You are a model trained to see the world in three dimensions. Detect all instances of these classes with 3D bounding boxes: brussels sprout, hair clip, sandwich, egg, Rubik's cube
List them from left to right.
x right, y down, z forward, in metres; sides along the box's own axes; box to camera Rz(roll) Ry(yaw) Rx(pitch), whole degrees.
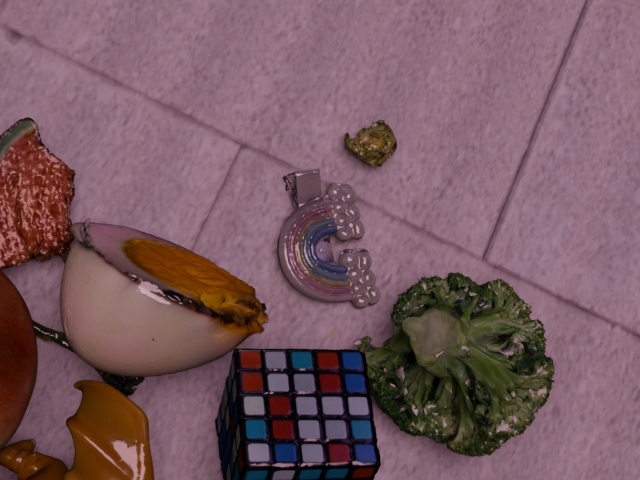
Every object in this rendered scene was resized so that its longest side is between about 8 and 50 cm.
[{"bbox_3d":[-0.425,-0.054,1.908,0.159,0.079,0.235,4,80,-22],"label":"sandwich"},{"bbox_3d":[-0.226,0.097,1.847,0.286,0.264,0.174,13,108,-42],"label":"egg"},{"bbox_3d":[-0.034,0.264,1.833,0.187,0.182,0.184,-1,53,-14],"label":"Rubik's cube"},{"bbox_3d":[0.000,0.000,2.002,0.140,0.054,0.220,-11,83,-21],"label":"hair clip"},{"bbox_3d":[0.080,-0.144,2.047,0.085,0.058,0.085,-6,50,7],"label":"brussels sprout"}]

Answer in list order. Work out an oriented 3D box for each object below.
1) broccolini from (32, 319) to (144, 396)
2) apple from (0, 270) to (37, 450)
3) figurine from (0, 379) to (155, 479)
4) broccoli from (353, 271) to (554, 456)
[{"bbox_3d":[-0.355,0.133,1.888,0.254,0.057,0.071,32,30,-7],"label":"broccolini"},{"bbox_3d":[-0.523,0.134,1.709,0.319,0.277,0.319,-9,63,19],"label":"apple"},{"bbox_3d":[-0.304,0.431,1.713,0.387,0.268,0.401,32,58,14],"label":"figurine"},{"bbox_3d":[0.192,0.169,1.918,0.261,0.241,0.269,-32,56,2],"label":"broccoli"}]
